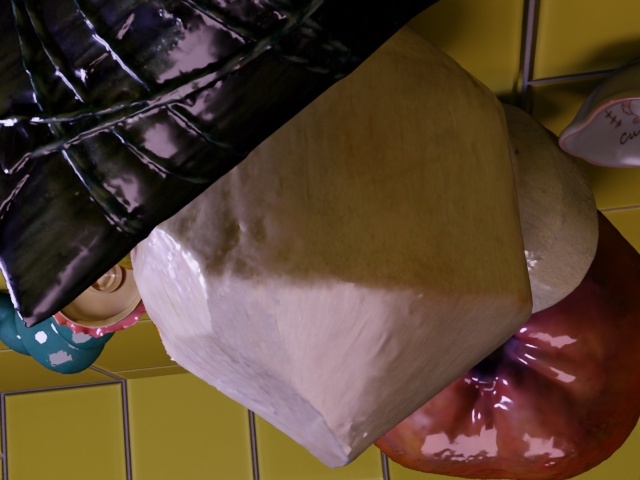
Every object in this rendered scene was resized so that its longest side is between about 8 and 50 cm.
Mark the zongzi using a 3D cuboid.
[{"bbox_3d":[-0.095,-0.187,0.830,0.383,0.319,0.362,-24,155,5],"label":"zongzi"}]

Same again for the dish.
[{"bbox_3d":[0.368,-0.151,1.422,0.229,0.081,0.229,-3,164,-1],"label":"dish"}]

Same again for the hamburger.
[{"bbox_3d":[-0.311,0.048,1.841,0.175,0.175,0.137,-3,179,-9],"label":"hamburger"}]

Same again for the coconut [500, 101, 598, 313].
[{"bbox_3d":[0.192,-0.030,1.526,0.245,0.245,0.247,-11,157,23],"label":"coconut"}]

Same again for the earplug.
[{"bbox_3d":[-0.464,0.116,2.167,0.280,0.164,0.257,-26,122,28],"label":"earplug"}]

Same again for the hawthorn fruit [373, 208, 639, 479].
[{"bbox_3d":[0.240,0.131,1.833,0.471,0.472,0.472,-5,167,-1],"label":"hawthorn fruit"}]

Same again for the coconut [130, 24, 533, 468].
[{"bbox_3d":[0.000,0.000,1.193,0.415,0.415,0.344,6,165,-40],"label":"coconut"}]

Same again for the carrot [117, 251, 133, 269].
[{"bbox_3d":[-0.142,-0.032,1.656,0.302,0.114,0.114,-14,165,42],"label":"carrot"}]

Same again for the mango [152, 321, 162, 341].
[{"bbox_3d":[-0.125,0.065,1.866,0.253,0.182,0.365,-34,169,-7],"label":"mango"}]
